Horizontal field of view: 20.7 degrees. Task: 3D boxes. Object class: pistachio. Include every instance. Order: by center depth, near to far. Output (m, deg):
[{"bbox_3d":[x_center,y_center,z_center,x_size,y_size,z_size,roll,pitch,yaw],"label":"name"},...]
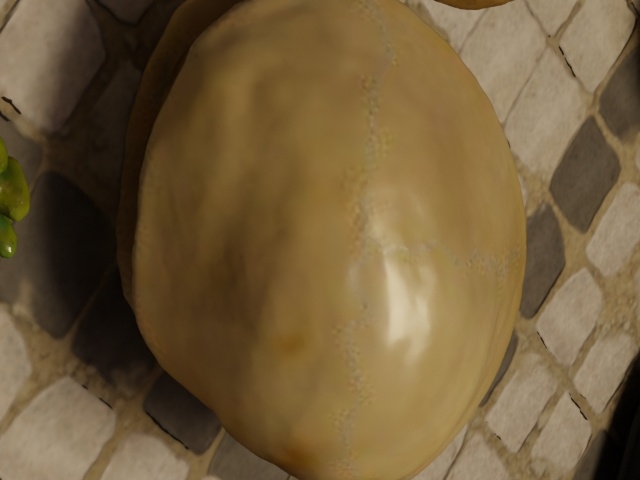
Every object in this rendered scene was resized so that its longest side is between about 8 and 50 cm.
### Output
[{"bbox_3d":[0.000,0.000,1.017,0.238,0.229,0.321,-19,110,-13],"label":"pistachio"}]

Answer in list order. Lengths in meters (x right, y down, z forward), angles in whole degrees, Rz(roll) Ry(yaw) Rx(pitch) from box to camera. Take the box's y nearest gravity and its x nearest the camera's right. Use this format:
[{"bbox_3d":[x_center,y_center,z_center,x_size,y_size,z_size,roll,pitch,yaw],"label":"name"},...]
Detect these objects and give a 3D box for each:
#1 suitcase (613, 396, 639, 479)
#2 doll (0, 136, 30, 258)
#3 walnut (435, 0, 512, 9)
[{"bbox_3d":[0.395,0.260,1.576,0.345,0.188,0.339,19,92,-48],"label":"suitcase"},{"bbox_3d":[-0.291,-0.008,0.708,0.346,0.099,0.341,-5,140,-32],"label":"doll"},{"bbox_3d":[0.102,-0.259,1.016,0.257,0.224,0.257,-26,125,-45],"label":"walnut"}]
